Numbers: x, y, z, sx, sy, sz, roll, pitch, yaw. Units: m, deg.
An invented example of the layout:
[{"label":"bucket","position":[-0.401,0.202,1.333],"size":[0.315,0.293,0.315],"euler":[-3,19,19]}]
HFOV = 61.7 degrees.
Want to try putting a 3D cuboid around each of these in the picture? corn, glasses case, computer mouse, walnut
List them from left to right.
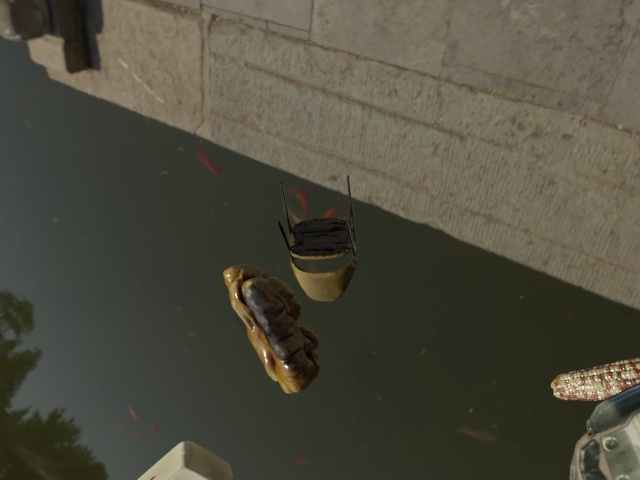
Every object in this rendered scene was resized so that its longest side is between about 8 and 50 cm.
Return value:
[{"label":"glasses case","position":[-0.314,0.517,1.009],"size":[0.313,0.070,0.131],"euler":[-43,116,7]},{"label":"walnut","position":[-0.053,0.103,0.647],"size":[0.143,0.069,0.170],"euler":[24,139,54]},{"label":"corn","position":[0.587,0.280,1.075],"size":[0.237,0.079,0.079],"euler":[-18,106,33]},{"label":"computer mouse","position":[0.519,0.277,0.704],"size":[0.115,0.199,0.389],"euler":[37,126,-25]}]

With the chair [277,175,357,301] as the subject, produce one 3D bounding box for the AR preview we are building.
[{"label":"chair","position":[0.000,0.000,1.240],"size":[0.159,0.172,0.246],"euler":[-4,136,8]}]
